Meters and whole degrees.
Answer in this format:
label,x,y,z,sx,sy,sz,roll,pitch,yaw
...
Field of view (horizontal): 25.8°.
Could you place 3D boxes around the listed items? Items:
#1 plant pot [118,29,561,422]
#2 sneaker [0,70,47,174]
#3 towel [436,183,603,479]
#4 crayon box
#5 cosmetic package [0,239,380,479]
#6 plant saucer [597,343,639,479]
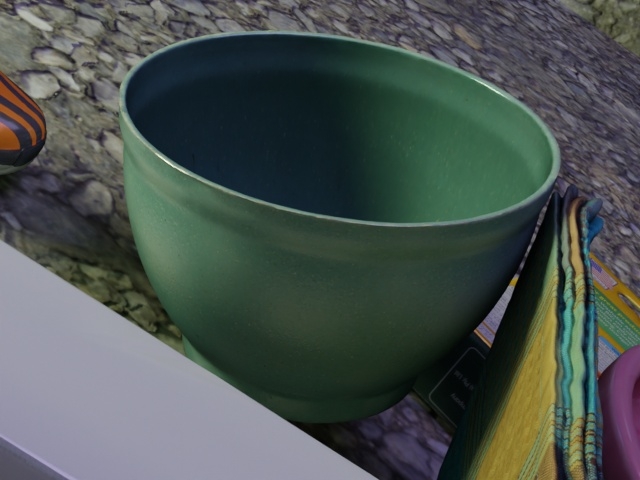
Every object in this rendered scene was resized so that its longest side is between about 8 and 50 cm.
label,x,y,z,sx,sy,sz,roll,pitch,yaw
plant pot,0.000,0.000,0.970,0.293,0.196,0.293,7,30,-4
sneaker,-0.310,-0.185,0.966,0.321,0.180,0.124,31,26,-11
towel,0.106,0.155,0.816,0.040,0.271,0.370,18,27,1
crayon box,0.227,0.126,1.226,0.203,0.083,0.323,45,28,17
cosmetic package,-0.148,0.142,0.494,0.377,0.284,0.097,33,25,-6
plant saucer,0.302,0.226,0.989,0.332,0.084,0.332,33,29,-21
